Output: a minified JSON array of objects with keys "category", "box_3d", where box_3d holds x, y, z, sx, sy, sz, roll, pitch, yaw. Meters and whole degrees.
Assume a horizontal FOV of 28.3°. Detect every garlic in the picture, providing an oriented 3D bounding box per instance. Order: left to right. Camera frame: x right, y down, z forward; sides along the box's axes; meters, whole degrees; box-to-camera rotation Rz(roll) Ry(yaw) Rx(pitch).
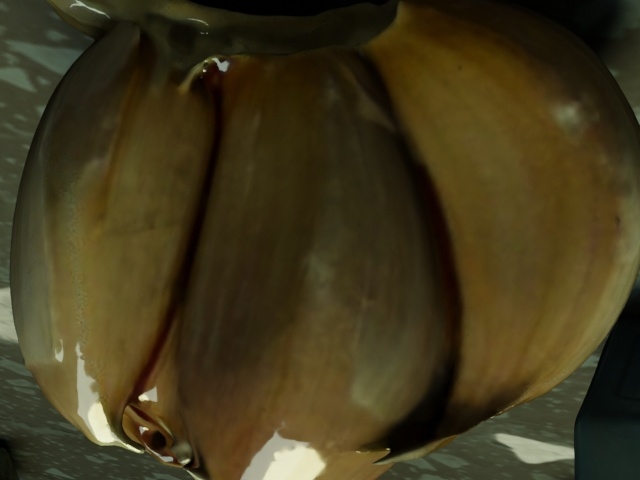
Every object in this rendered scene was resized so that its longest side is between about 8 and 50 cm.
[{"category":"garlic","box_3d":[0.000,0.000,0.464,0.214,0.191,0.160,0,180,-1]}]

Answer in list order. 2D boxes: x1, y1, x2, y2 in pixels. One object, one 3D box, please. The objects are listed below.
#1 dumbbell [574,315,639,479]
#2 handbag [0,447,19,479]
[{"category":"dumbbell","box_3d":[0.281,0.113,0.577,0.316,0.156,0.144,-2,-179,28]},{"category":"handbag","box_3d":[-0.390,0.223,1.165,0.271,0.117,0.182,16,147,-6]}]
